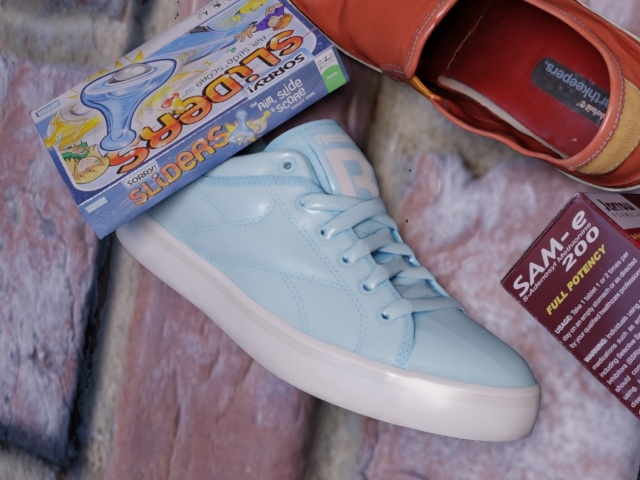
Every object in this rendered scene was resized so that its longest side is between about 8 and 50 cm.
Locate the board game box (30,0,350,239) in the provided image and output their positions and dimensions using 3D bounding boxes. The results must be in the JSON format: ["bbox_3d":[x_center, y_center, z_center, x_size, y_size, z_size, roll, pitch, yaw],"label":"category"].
[{"bbox_3d":[-0.097,-0.101,0.726,0.201,0.035,0.136,-34,44,-6],"label":"board game box"}]

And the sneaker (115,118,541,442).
[{"bbox_3d":[0.000,0.000,0.698,0.366,0.135,0.150,29,109,29],"label":"sneaker"}]

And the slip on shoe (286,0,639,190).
[{"bbox_3d":[0.082,-0.142,0.661,0.331,0.101,0.123,40,113,28],"label":"slip on shoe"}]

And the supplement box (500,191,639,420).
[{"bbox_3d":[0.224,0.076,0.551,0.239,0.130,0.073,46,115,23],"label":"supplement box"}]
